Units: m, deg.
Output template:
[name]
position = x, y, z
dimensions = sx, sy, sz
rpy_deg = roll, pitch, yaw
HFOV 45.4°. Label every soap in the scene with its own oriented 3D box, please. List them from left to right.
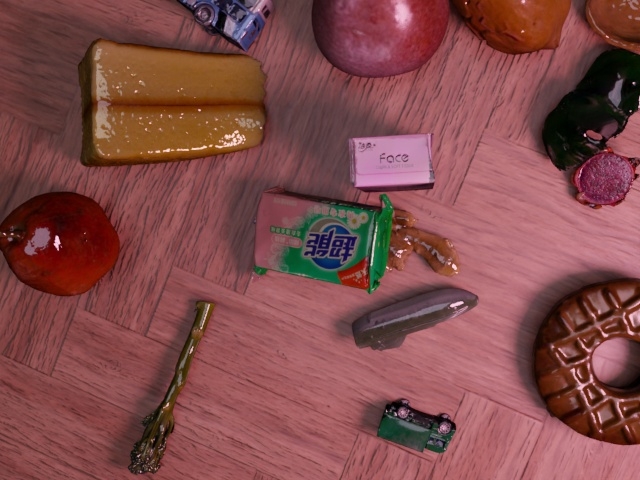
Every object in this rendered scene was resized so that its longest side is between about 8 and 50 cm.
[soap]
position = 0.001, 0.000, 1.504
dimensions = 0.273, 0.098, 0.218
rpy_deg = 11, 104, 26

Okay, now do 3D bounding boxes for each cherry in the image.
[cherry]
position = 0.110, -0.437, 1.434
dimensions = 0.261, 0.307, 0.221
rpy_deg = 0, 47, 10

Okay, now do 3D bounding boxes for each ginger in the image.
[ginger]
position = 0.176, 0.022, 1.536
dimensions = 0.214, 0.059, 0.133
rpy_deg = 36, 88, 5

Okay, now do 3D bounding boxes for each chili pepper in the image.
[chili pepper]
position = 0.524, -0.253, 1.445
dimensions = 0.264, 0.116, 0.148
rpy_deg = -45, 70, 4

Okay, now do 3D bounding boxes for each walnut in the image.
[walnut]
position = 0.350, -0.461, 1.421
dimensions = 0.203, 0.203, 0.298
rpy_deg = -42, 109, 7

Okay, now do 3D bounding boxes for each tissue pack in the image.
[tissue pack]
position = 0.139, -0.142, 1.439
dimensions = 0.148, 0.246, 0.092
rpy_deg = -3, 91, 8

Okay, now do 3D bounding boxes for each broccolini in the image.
[broccolini]
position = -0.316, 0.307, 1.619
dimensions = 0.074, 0.079, 0.392
rpy_deg = 20, 87, 17

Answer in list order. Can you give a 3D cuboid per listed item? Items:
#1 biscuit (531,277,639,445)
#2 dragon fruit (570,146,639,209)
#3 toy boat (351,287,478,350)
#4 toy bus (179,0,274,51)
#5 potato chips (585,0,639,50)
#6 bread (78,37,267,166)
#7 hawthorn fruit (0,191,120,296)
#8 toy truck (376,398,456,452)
[biscuit]
position = 0.571, 0.229, 1.452
dimensions = 0.332, 0.103, 0.332
rpy_deg = 1, 96, 15
[dragon fruit]
position = 0.550, -0.120, 1.480
dimensions = 0.112, 0.068, 0.126
rpy_deg = 31, 109, 22
[toy boat]
position = 0.191, 0.158, 1.530
dimensions = 0.260, 0.078, 0.085
rpy_deg = -20, 113, 9
[toy bus]
position = -0.244, -0.517, 1.555
dimensions = 0.297, 0.106, 0.131
rpy_deg = 39, 94, 3
[potato chips]
position = 0.612, -0.443, 1.461
dimensions = 0.208, 0.062, 0.195
rpy_deg = -19, 83, 9
[bread]
position = -0.307, -0.271, 1.595
dimensions = 0.361, 0.245, 0.233
rpy_deg = -2, 90, -22
[hawthorn fruit]
position = -0.538, 0.005, 1.531
dimensions = 0.224, 0.261, 0.224
rpy_deg = -1, 86, 12
[toy truck]
position = 0.195, 0.374, 1.539
dimensions = 0.147, 0.065, 0.079
rpy_deg = 17, 96, 7
